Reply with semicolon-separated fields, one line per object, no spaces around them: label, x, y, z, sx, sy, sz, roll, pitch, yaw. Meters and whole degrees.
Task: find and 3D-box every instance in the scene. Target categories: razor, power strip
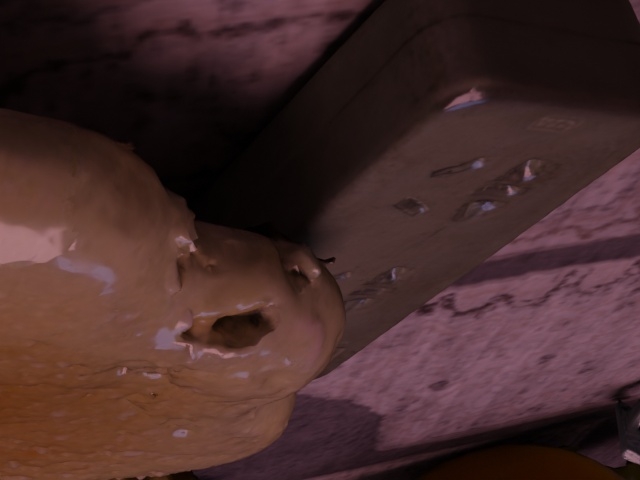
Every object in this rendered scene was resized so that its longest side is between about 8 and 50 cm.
razor;0.287;0.091;0.944;0.191;0.037;0.068;-25;-162;17
power strip;0.000;0.000;0.525;0.093;0.053;0.288;2;153;-33

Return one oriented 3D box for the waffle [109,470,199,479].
waffle;-0.189;0.186;0.867;0.254;0.052;0.245;-19;159;16

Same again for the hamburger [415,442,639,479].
hamburger;0.158;0.290;1.036;0.294;0.276;0.179;-13;148;9

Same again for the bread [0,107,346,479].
bread;-0.149;0.036;0.449;0.316;0.054;0.316;-1;157;0
